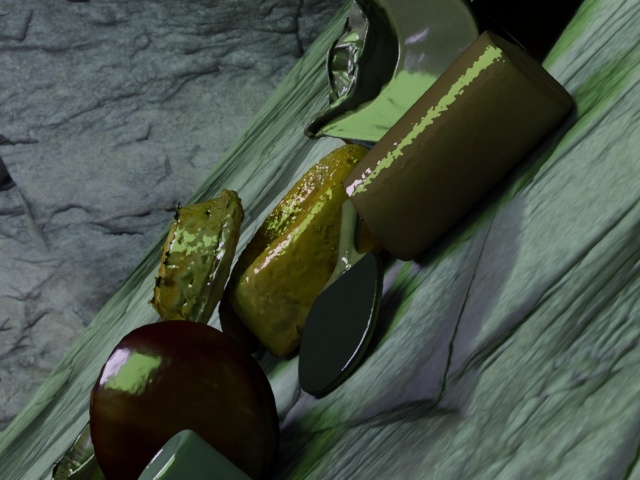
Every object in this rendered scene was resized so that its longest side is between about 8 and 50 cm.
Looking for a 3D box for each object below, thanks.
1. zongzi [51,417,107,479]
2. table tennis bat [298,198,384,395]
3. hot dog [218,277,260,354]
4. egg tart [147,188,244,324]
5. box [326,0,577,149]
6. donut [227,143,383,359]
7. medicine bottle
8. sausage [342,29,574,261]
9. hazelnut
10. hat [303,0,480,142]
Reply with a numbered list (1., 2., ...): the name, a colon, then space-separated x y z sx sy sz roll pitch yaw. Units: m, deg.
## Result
1. zongzi: -0.184 0.247 1.893 0.251 0.125 0.274 -56 25 -9
2. table tennis bat: 0.022 0.053 1.783 0.138 0.022 0.246 -41 30 39
3. hot dog: -0.073 0.072 2.131 0.147 0.065 0.099 -55 -32 -16
4. egg tart: -0.149 0.033 2.032 0.212 0.090 0.212 -166 90 -84
5. box: 0.187 -0.275 2.171 0.264 0.116 0.415 -54 11 -28
6. donut: -0.002 0.002 1.987 0.277 0.108 0.277 -47 11 12
7. medicine bottle: -0.091 0.232 1.482 0.080 0.130 0.080 -47 10 10
8. sausage: 0.130 -0.089 1.741 0.253 0.123 0.123 -47 11 20
9. hazelnut: -0.122 0.179 1.683 0.208 0.208 0.208 -47 11 12
10. hat: 0.092 -0.204 2.021 0.149 0.245 0.214 5 -79 -67
